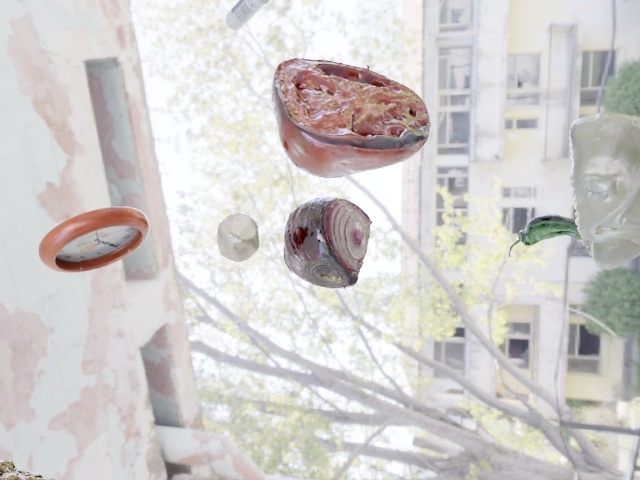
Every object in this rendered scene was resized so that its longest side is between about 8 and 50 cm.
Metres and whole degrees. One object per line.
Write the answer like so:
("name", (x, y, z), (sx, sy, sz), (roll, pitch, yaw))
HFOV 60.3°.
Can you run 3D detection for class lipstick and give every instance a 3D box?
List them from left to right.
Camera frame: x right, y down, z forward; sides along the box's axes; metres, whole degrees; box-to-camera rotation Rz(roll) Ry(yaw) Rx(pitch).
("lipstick", (-0.138, -0.437, 1.035), (0.141, 0.040, 0.040), (-2, 87, 61))

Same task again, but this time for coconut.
("coconut", (-0.200, -0.016, 1.342), (0.110, 0.110, 0.125), (73, -179, -50))

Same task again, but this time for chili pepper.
("chili pepper", (0.616, -0.019, 1.458), (0.065, 0.278, 0.122), (-32, -72, -35))

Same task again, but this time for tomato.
("tomato", (0.029, -0.114, 0.575), (0.166, 0.174, 0.082), (-105, 27, -44))

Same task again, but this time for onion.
("onion", (-0.004, -0.003, 1.417), (0.207, 0.206, 0.216), (41, -131, -32))

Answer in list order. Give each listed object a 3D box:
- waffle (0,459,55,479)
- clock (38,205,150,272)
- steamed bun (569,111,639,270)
("waffle", (-0.373, 0.263, 0.588), (0.245, 0.254, 0.052), (41, -112, -27))
("clock", (-0.427, -0.003, 1.048), (0.051, 0.205, 0.205), (63, -173, 16))
("steamed bun", (0.674, -0.116, 1.196), (0.309, 0.219, 0.325), (34, -124, -49))
